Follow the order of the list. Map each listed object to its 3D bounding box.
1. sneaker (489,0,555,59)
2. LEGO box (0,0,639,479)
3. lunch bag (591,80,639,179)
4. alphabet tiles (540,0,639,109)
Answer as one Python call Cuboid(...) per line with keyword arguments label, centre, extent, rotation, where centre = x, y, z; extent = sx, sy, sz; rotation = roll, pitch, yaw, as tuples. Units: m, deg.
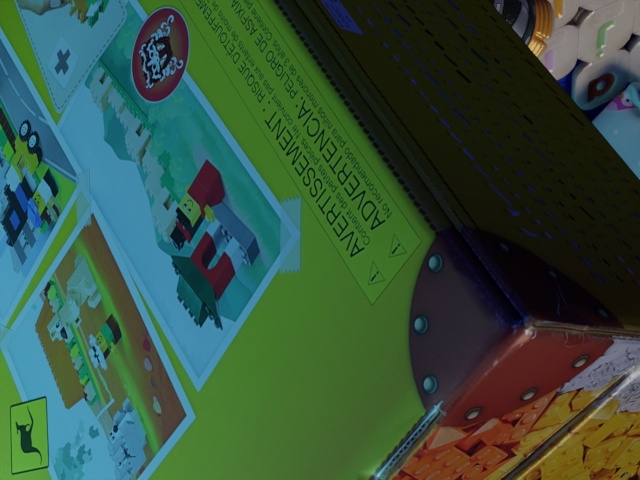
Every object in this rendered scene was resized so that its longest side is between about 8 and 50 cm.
Cuboid(label="sneaker", centre=(0.093, -0.130, 1.209), extent=(0.083, 0.084, 0.215), rotation=(22, 119, -34))
Cuboid(label="LEGO box", centre=(-0.053, 0.004, 0.851), extent=(0.193, 0.500, 0.372), rotation=(7, 130, -42))
Cuboid(label="lunch bag", centre=(0.303, -0.024, 1.435), extent=(0.223, 0.160, 0.262), rotation=(-47, 159, 21))
Cuboid(label="alphabet tiles", centre=(0.292, -0.232, 1.278), extent=(0.284, 0.021, 0.278), rotation=(-27, 147, -8))
